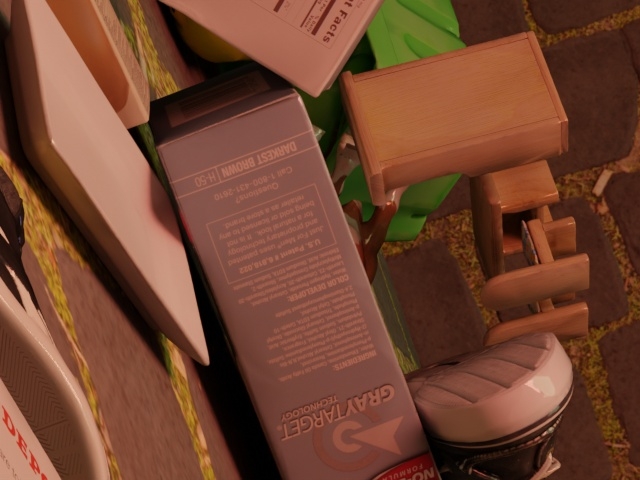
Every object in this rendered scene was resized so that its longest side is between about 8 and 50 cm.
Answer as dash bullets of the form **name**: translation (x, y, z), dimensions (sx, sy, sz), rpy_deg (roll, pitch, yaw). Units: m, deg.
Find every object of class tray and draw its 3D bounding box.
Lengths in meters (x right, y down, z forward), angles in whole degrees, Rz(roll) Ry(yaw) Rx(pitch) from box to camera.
- **tray**: translation (-0.138, -0.036, 1.238), dimensions (0.270, 0.030, 0.145), rpy_deg (62, 11, -54)

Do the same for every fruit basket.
- **fruit basket**: translation (-0.040, -0.204, 1.911), dimensions (0.392, 0.283, 0.392), rpy_deg (22, 36, -18)

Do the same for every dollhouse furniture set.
- **dollhouse furniture set**: translation (0.116, -0.043, 1.634), dimensions (0.242, 0.161, 0.212), rpy_deg (79, -4, -55)

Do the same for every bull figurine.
- **bull figurine**: translation (0.000, 0.000, 1.731), dimensions (0.188, 0.101, 0.310), rpy_deg (-66, 168, 5)

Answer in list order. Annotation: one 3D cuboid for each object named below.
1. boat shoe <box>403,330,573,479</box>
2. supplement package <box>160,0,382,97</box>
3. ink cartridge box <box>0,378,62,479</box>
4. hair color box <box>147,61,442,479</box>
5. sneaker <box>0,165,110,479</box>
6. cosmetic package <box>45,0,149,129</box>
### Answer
- **boat shoe**: translation (0.140, 0.146, 1.528), dimensions (0.335, 0.121, 0.119), rpy_deg (150, -84, -85)
- **supplement package**: translation (-0.066, -0.224, 1.417), dimensions (0.244, 0.134, 0.139), rpy_deg (31, 8, -1)
- **ink cartridge box**: translation (-0.134, 0.109, 0.589), dimensions (0.191, 0.082, 0.140), rpy_deg (-99, 167, -53)
- **hair color box**: translation (-0.014, 0.065, 1.473), dimensions (0.185, 0.113, 0.374), rpy_deg (-120, -171, -75)
- **sneaker**: translation (-0.134, 0.038, 0.804), dimensions (0.121, 0.079, 0.217), rpy_deg (-71, 139, -78)
- **cosmetic package**: translation (-0.156, -0.133, 1.327), dimensions (0.060, 0.041, 0.115), rpy_deg (-97, 166, -62)
